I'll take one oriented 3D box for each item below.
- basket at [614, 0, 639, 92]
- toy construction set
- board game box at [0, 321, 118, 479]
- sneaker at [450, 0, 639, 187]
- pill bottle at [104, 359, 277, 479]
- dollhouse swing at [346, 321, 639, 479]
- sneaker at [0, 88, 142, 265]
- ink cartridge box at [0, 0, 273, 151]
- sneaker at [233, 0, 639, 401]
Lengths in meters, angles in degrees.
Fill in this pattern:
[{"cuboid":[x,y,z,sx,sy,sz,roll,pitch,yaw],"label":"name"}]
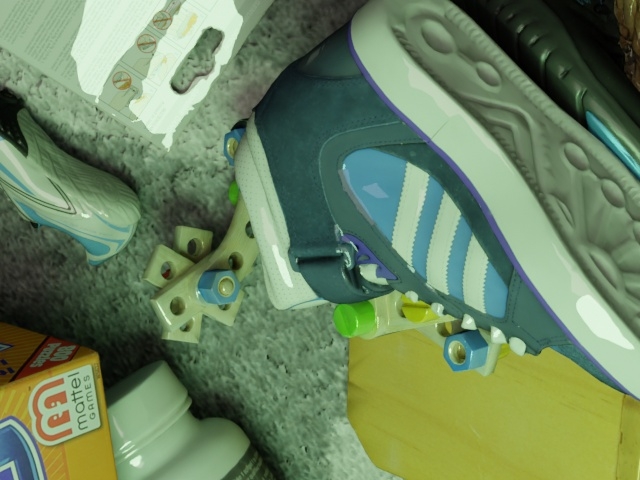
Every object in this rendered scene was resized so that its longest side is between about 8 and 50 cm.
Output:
[{"cuboid":[0.361,-0.232,0.903,0.213,0.223,0.299,28,130,35],"label":"basket"},{"cuboid":[0.000,0.000,1.014,0.327,0.151,0.215,-2,98,35],"label":"toy construction set"},{"cuboid":[-0.400,0.281,1.008,0.356,0.356,0.356,8,109,46],"label":"board game box"},{"cuboid":[0.168,-0.163,0.888,0.139,0.125,0.341,-24,62,-16],"label":"sneaker"},{"cuboid":[-0.108,0.275,1.115,0.176,0.176,0.319,-31,96,16],"label":"pill bottle"},{"cuboid":[0.236,0.077,1.062,0.315,0.305,0.347,-7,106,-30],"label":"dollhouse swing"},{"cuboid":[-0.272,-0.066,1.111,0.237,0.085,0.086,38,115,3],"label":"sneaker"},{"cuboid":[-0.182,-0.214,1.084,0.224,0.056,0.181,32,108,-18],"label":"ink cartridge box"},{"cuboid":[0.078,0.011,0.819,0.323,0.130,0.236,49,132,1],"label":"sneaker"}]
